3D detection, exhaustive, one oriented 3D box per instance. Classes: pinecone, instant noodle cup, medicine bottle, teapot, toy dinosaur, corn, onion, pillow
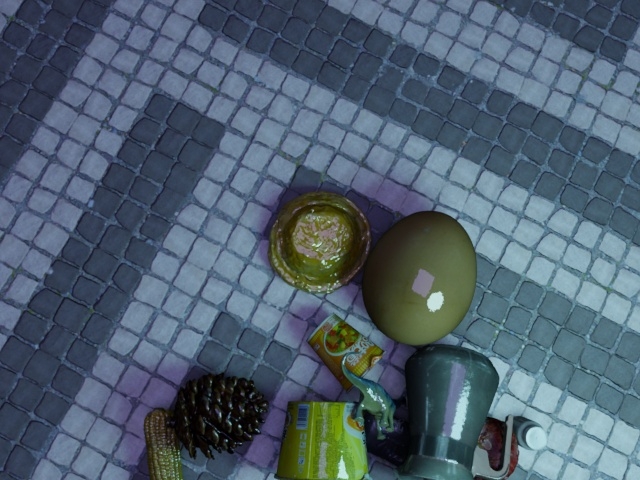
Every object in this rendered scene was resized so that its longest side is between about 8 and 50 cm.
[{"bbox_3d":[-0.279,0.465,1.612,0.273,0.224,0.224,-10,82,-20],"label":"pinecone"},{"bbox_3d":[0.008,0.533,1.603,0.264,0.264,0.200,2,73,-2],"label":"instant noodle cup"},{"bbox_3d":[0.573,0.535,1.664,0.079,0.140,0.079,0,82,-2],"label":"medicine bottle"},{"bbox_3d":[0.064,0.305,1.679,0.185,0.168,0.168,42,83,11],"label":"instant noodle cup"},{"bbox_3d":[0.349,0.474,1.573,0.300,0.253,0.344,13,63,4],"label":"teapot"},{"bbox_3d":[0.146,0.425,1.579,0.076,0.363,0.147,-19,48,28],"label":"toy dinosaur"},{"bbox_3d":[-0.423,0.602,1.642,0.101,0.101,0.291,-11,84,-3],"label":"corn"},{"bbox_3d":[0.469,0.584,1.656,0.147,0.184,0.184,41,81,-33],"label":"onion"},{"bbox_3d":[0.202,0.559,1.690,0.208,0.055,0.141,26,83,3],"label":"pillow"}]

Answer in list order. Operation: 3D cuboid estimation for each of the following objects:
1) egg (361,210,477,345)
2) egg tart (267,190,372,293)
[{"bbox_3d":[0.269,0.098,1.636,0.301,0.301,0.373,15,75,0],"label":"egg"},{"bbox_3d":[0.000,0.000,1.728,0.319,0.128,0.318,0,83,-4],"label":"egg tart"}]
